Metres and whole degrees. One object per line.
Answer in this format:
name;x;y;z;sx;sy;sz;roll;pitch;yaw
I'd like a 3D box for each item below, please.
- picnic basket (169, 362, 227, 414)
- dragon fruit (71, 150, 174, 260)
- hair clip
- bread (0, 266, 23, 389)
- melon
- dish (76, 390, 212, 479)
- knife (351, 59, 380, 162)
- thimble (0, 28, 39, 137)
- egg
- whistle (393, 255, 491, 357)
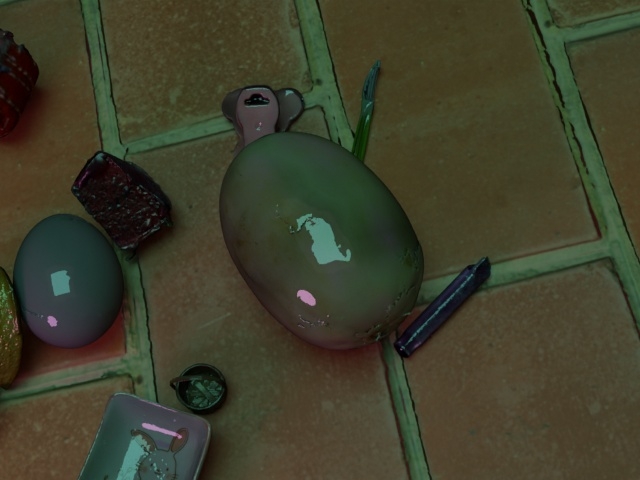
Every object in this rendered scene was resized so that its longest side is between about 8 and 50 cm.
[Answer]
picnic basket;-0.159;0.189;1.388;0.072;0.083;0.072;-3;68;8
dragon fruit;-0.283;-0.059;1.517;0.102;0.096;0.147;-41;98;1
hair clip;-0.083;-0.160;1.554;0.123;0.102;0.138;-7;99;8
bread;-0.458;0.111;1.425;0.065;0.188;0.149;-15;49;-38
melon;0.000;0.000;1.367;0.223;0.223;0.317;-34;65;-6
dish;-0.231;0.316;1.351;0.151;0.077;0.212;15;71;16
knife;0.065;-0.180;1.544;0.022;0.026;0.184;18;70;-16
thimble;-0.523;-0.240;1.581;0.189;0.163;0.125;10;69;27
egg;-0.343;0.053;1.440;0.146;0.146;0.199;-18;53;1
whistle;0.165;0.088;1.410;0.176;0.033;0.033;-44;68;-10
